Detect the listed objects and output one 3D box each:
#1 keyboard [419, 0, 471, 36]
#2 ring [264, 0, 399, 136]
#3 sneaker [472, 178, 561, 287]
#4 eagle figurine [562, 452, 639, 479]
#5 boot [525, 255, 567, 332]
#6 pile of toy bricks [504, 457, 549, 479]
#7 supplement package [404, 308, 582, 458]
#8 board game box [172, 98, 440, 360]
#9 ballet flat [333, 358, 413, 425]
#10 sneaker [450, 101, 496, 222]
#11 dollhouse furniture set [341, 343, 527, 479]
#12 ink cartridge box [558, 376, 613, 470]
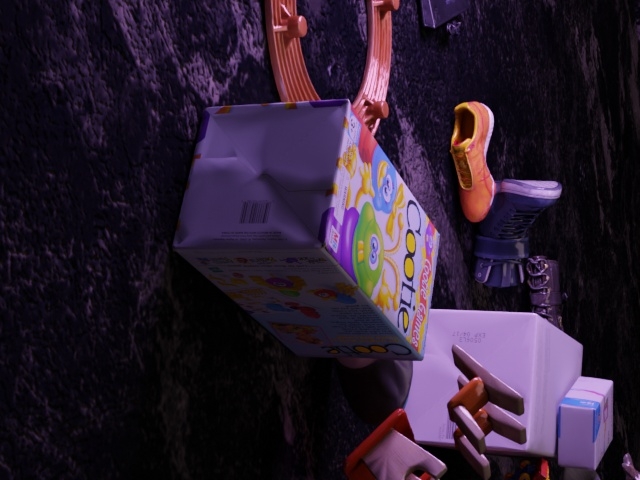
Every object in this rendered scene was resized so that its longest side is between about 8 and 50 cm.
[{"bbox_3d":[0.172,-0.333,1.634,0.180,0.023,0.108,-40,120,-59],"label":"keyboard"},{"bbox_3d":[0.025,-0.249,1.289,0.336,0.032,0.336,0,90,-65],"label":"ring"},{"bbox_3d":[0.287,-0.010,1.721,0.226,0.086,0.163,-175,-91,-79],"label":"sneaker"},{"bbox_3d":[0.398,0.450,1.546,0.225,0.226,0.298,-101,-148,-79],"label":"eagle figurine"},{"bbox_3d":[0.386,0.142,2.062,0.263,0.091,0.229,-6,90,-70],"label":"boot"},{"bbox_3d":[0.246,0.391,1.547,0.105,0.212,0.118,37,32,-11],"label":"pile of toy bricks"},{"bbox_3d":[0.239,0.202,1.593,0.293,0.177,0.175,27,66,-63],"label":"supplement package"},{"bbox_3d":[0.000,0.000,1.096,0.275,0.144,0.142,49,46,-57],"label":"board game box"},{"bbox_3d":[0.044,0.058,1.276,0.096,0.095,0.280,36,47,-50],"label":"ballet flat"},{"bbox_3d":[0.213,-0.113,1.699,0.067,0.064,0.175,-3,89,-44],"label":"sneaker"},{"bbox_3d":[0.074,0.250,1.214,0.262,0.135,0.259,-41,149,-13],"label":"dollhouse furniture set"},{"bbox_3d":[0.359,0.245,1.580,0.122,0.052,0.088,-27,118,-64],"label":"ink cartridge box"}]
